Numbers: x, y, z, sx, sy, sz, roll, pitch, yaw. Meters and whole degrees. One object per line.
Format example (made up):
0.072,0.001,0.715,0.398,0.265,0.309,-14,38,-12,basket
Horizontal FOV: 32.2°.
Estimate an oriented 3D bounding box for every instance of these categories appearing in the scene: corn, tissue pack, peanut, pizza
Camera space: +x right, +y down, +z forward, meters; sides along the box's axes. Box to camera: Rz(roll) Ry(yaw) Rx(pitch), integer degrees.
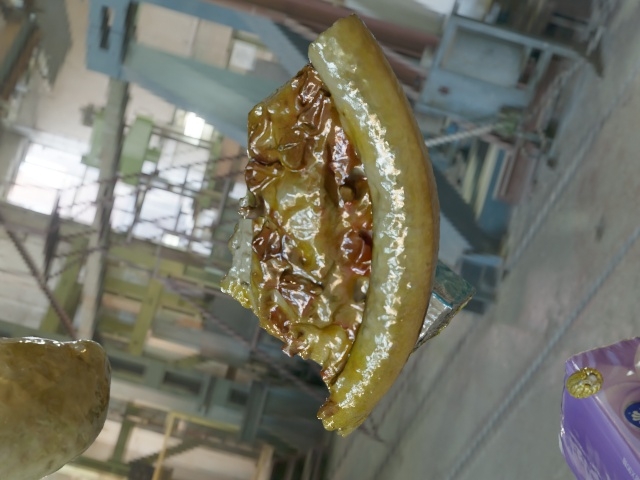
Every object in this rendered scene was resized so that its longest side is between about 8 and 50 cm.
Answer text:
0.327,0.178,1.382,0.092,0.037,0.037,74,-150,-77,corn
0.066,0.035,1.162,0.082,0.169,0.120,-54,-12,17,tissue pack
-0.259,0.144,0.759,0.253,0.122,0.137,-34,-29,-5,peanut
0.006,-0.002,0.654,0.056,0.134,0.271,-52,-23,-55,pizza
0.478,0.332,1.604,0.338,0.160,0.242,-117,16,-57,tissue pack
